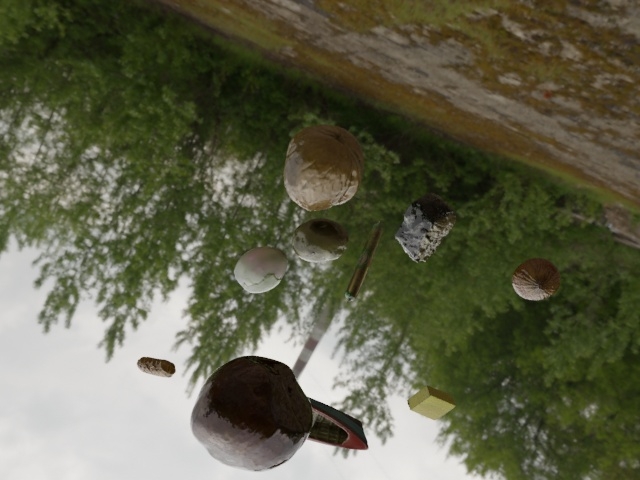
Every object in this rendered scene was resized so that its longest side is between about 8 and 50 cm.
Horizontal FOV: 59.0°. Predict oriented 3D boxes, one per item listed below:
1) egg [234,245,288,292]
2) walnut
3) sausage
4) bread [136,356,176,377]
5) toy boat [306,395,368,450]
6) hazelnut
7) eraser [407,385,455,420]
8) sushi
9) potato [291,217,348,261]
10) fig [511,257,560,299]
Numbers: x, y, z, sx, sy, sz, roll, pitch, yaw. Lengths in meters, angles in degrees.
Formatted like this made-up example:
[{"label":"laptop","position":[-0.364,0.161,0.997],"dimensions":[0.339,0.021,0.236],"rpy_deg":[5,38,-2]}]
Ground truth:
[{"label":"egg","position":[-0.234,0.111,2.305],"dimensions":[0.183,0.217,0.183],"rpy_deg":[51,-169,-13]},{"label":"walnut","position":[0.007,-0.257,2.032],"dimensions":[0.333,0.332,0.333],"rpy_deg":[27,-172,-4]},{"label":"sausage","position":[0.113,0.050,1.424],"dimensions":[0.033,0.269,0.032],"rpy_deg":[17,144,13]},{"label":"bread","position":[-0.448,0.344,1.539],"dimensions":[0.157,0.044,0.052],"rpy_deg":[-4,136,44]},{"label":"toy boat","position":[-0.049,0.475,1.539],"dimensions":[0.393,0.136,0.079],"rpy_deg":[21,-149,-5]},{"label":"hazelnut","position":[-0.133,0.324,1.076],"dimensions":[0.234,0.218,0.218],"rpy_deg":[50,174,-31]},{"label":"eraser","position":[0.355,0.521,1.812],"dimensions":[0.122,0.097,0.045],"rpy_deg":[29,-150,-30]},{"label":"sushi","position":[0.453,-0.048,2.426],"dimensions":[0.211,0.350,0.170],"rpy_deg":[-22,-117,-23]},{"label":"potato","position":[0.000,0.000,2.125],"dimensions":[0.235,0.177,0.160],"rpy_deg":[11,167,40]},{"label":"fig","position":[0.568,0.111,1.450],"dimensions":[0.119,0.119,0.153],"rpy_deg":[24,-167,-20]}]
